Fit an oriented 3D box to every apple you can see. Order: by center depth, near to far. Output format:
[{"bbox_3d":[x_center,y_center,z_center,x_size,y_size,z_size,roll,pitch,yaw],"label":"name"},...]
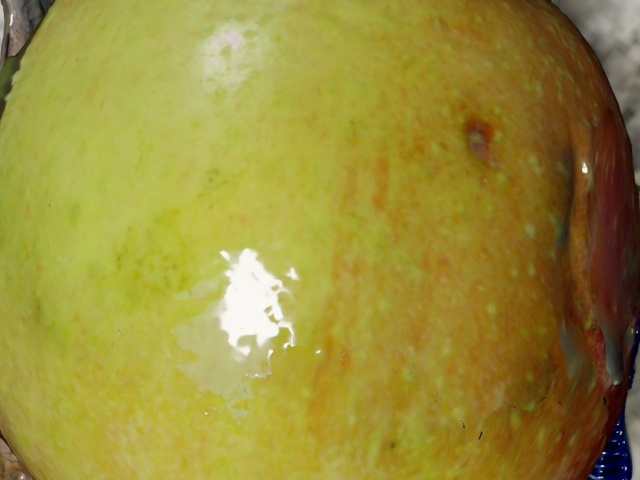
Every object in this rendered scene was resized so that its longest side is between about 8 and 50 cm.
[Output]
[{"bbox_3d":[0.000,0.000,0.470,0.207,0.174,0.188,6,105,-20],"label":"apple"}]

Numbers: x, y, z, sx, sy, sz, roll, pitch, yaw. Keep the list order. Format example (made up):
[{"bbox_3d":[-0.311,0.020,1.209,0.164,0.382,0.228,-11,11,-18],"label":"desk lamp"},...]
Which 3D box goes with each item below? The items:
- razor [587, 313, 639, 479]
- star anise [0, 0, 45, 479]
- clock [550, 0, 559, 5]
[{"bbox_3d":[0.099,0.060,0.555,0.044,0.028,0.154,7,111,16],"label":"razor"},{"bbox_3d":[-0.083,0.017,0.591,0.172,0.063,0.208,28,109,2],"label":"star anise"},{"bbox_3d":[0.044,-0.087,0.536,0.074,0.010,0.083,7,110,16],"label":"clock"}]
